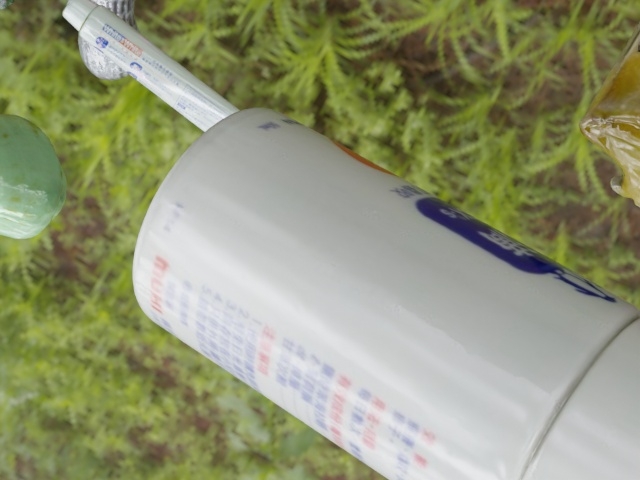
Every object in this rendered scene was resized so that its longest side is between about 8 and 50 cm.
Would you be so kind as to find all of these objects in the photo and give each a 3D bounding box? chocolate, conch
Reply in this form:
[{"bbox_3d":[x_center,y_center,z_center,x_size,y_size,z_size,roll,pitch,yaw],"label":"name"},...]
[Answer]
[{"bbox_3d":[-0.226,-0.238,1.416,0.072,0.072,0.167,20,142,18],"label":"chocolate"},{"bbox_3d":[-0.261,-0.061,1.048,0.079,0.106,0.170,-30,155,21],"label":"conch"}]

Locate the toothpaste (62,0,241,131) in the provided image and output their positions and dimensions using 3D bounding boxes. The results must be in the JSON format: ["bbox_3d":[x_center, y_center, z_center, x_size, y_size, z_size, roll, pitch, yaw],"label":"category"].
[{"bbox_3d":[-0.124,-0.131,1.139,0.218,0.033,0.052,38,144,-2],"label":"toothpaste"}]

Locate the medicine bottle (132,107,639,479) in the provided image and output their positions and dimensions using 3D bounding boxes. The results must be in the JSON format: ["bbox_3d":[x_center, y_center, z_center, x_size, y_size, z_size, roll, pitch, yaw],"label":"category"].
[{"bbox_3d":[0.076,0.065,0.635,0.341,0.130,0.130,31,159,25],"label":"medicine bottle"}]

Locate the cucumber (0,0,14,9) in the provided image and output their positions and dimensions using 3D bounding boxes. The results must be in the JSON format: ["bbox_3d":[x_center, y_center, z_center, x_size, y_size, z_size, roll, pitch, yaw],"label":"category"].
[{"bbox_3d":[-0.281,-0.283,1.059,0.077,0.077,0.265,20,148,18],"label":"cucumber"}]

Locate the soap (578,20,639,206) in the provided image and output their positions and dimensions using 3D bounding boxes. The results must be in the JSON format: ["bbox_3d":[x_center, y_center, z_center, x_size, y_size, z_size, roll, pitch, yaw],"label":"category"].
[{"bbox_3d":[0.311,-0.104,0.699,0.259,0.281,0.143,28,169,25],"label":"soap"}]
